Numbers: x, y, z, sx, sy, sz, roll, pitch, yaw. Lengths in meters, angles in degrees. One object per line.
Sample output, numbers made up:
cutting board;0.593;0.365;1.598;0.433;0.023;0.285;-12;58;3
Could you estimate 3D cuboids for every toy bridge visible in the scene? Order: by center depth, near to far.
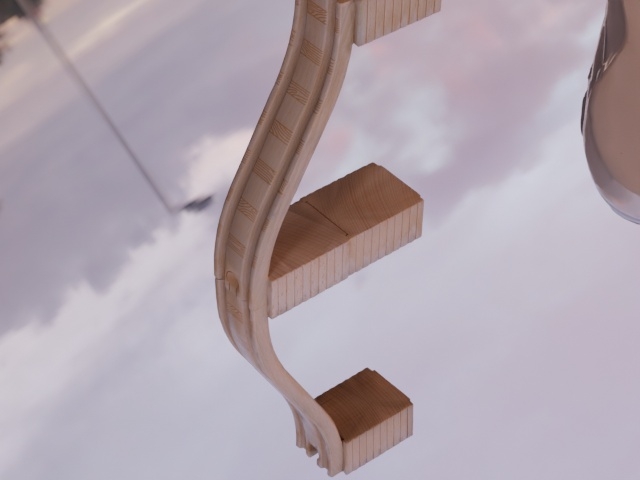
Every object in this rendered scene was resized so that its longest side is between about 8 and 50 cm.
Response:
toy bridge;0.000;0.000;0.478;0.063;0.188;0.026;-28;-132;-28

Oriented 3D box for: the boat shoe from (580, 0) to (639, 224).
boat shoe;0.141;-0.056;0.729;0.066;0.063;0.184;7;-141;-1
